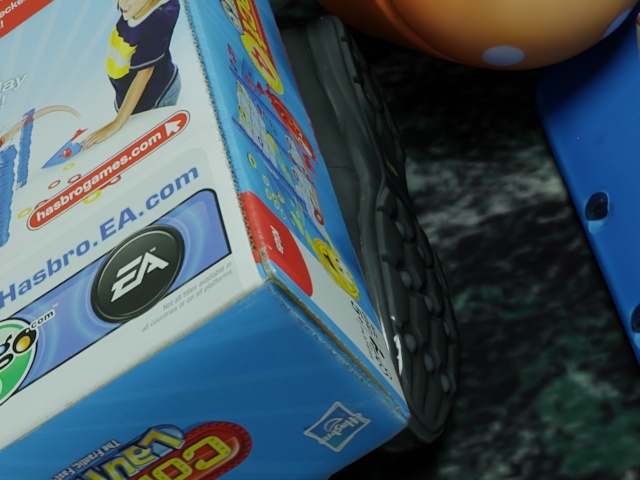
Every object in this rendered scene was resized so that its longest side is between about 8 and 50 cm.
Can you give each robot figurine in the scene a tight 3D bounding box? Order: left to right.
[{"bbox_3d":[0.059,-0.138,0.760,0.128,0.158,0.219,-61,23,1],"label":"robot figurine"}]

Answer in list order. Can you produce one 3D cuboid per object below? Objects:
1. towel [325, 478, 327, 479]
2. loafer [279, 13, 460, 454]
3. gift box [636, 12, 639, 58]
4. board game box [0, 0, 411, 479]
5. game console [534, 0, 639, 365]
[{"bbox_3d":[-0.063,0.033,0.693,0.102,0.021,0.237,-53,39,19],"label":"towel"},{"bbox_3d":[0.000,0.000,0.712,0.078,0.076,0.223,-27,43,13],"label":"loafer"},{"bbox_3d":[0.204,0.088,0.400,0.255,0.258,0.276,-10,28,7],"label":"gift box"},{"bbox_3d":[-0.147,0.015,0.665,0.308,0.086,0.302,-32,41,14],"label":"board game box"},{"bbox_3d":[0.250,-0.027,0.673,0.250,0.173,0.293,8,38,-17],"label":"game console"}]
